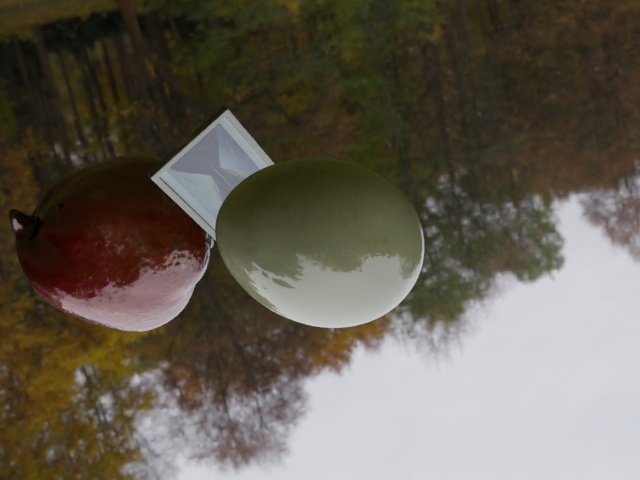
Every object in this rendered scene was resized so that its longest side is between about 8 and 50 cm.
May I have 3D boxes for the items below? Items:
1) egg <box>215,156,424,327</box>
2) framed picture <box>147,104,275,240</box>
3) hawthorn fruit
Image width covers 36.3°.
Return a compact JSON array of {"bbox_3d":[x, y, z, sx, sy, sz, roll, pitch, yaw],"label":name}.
[{"bbox_3d":[0.000,0.000,1.086,0.253,0.189,0.188,15,176,-35],"label":"egg"},{"bbox_3d":[-0.144,-0.089,1.451,0.150,0.203,0.015,-41,-132,-1],"label":"framed picture"},{"bbox_3d":[-0.322,0.013,1.582,0.311,0.295,0.295,-24,-163,-19],"label":"hawthorn fruit"}]
